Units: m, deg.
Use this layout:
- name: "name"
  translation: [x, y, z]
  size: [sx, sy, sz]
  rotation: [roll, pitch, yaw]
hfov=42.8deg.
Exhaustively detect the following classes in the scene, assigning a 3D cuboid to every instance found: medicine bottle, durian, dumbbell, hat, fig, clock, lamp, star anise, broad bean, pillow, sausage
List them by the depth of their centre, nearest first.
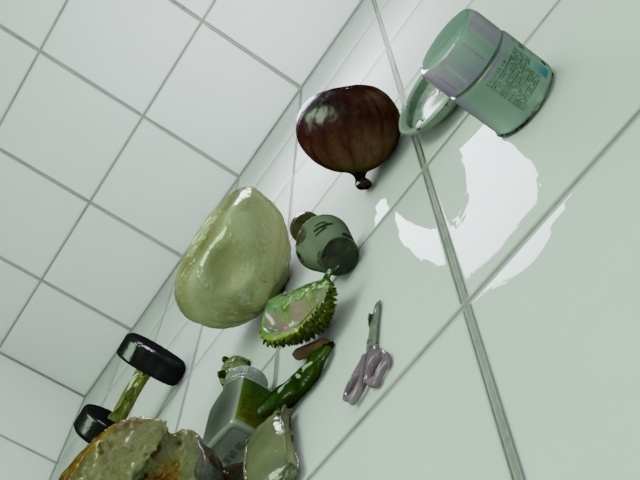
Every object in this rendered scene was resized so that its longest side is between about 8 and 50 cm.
- name: "medicine bottle"
  translation: [0.255, -0.258, 1.257]
  size: [0.135, 0.168, 0.135]
  rotation: [-53, 16, 22]
- name: "star anise"
  translation: [-0.154, 0.448, 1.321]
  size: [0.218, 0.148, 0.227]
  rotation: [-30, 32, -27]
- name: "pillow"
  translation: [-0.085, 0.356, 1.340]
  size: [0.119, 0.053, 0.208]
  rotation: [-51, 16, 11]
- name: "broad bean"
  translation: [-0.043, 0.253, 1.430]
  size: [0.195, 0.046, 0.061]
  rotation: [-47, -4, 10]
- name: "sausage"
  translation: [-0.016, 0.199, 1.497]
  size: [0.116, 0.026, 0.026]
  rotation: [-33, 29, 57]
- name: "durian"
  translation: [-0.026, 0.143, 1.512]
  size: [0.220, 0.095, 0.137]
  rotation: [-37, 36, 47]
- name: "medicine bottle"
  translation: [-0.154, 0.330, 1.549]
  size: [0.132, 0.088, 0.188]
  rotation: [-50, 16, 28]
- name: "clock"
  translation: [0.242, -0.298, 1.609]
  size: [0.236, 0.053, 0.236]
  rotation: [-53, 17, 24]
- name: "lamp"
  translation: [0.000, 0.000, 1.649]
  size: [0.121, 0.121, 0.214]
  rotation: [-57, 26, 5]
- name: "fig"
  translation: [0.062, -0.239, 1.779]
  size: [0.235, 0.235, 0.214]
  rotation: [-73, -16, -45]
- name: "hat"
  translation: [-0.202, 0.295, 1.849]
  size: [0.076, 0.059, 0.077]
  rotation: [-37, 21, 44]
- name: "dumbbell"
  translation: [-0.562, 0.456, 2.408]
  size: [0.322, 0.203, 0.204]
  rotation: [-59, 15, -5]

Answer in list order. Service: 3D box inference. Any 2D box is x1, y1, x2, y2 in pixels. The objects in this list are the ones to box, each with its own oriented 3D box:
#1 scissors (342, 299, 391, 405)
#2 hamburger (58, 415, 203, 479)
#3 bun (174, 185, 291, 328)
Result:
- name: "scissors"
  translation: [0.078, 0.162, 1.273]
  size: [0.110, 0.021, 0.212]
  rotation: [-45, 20, 34]
- name: "hamburger"
  translation: [-0.430, 0.573, 1.646]
  size: [0.287, 0.268, 0.446]
  rotation: [-38, 25, 62]
- name: "bun"
  translation: [-0.194, 0.052, 1.980]
  size: [0.349, 0.227, 0.352]
  rotation: [-50, 19, 26]
